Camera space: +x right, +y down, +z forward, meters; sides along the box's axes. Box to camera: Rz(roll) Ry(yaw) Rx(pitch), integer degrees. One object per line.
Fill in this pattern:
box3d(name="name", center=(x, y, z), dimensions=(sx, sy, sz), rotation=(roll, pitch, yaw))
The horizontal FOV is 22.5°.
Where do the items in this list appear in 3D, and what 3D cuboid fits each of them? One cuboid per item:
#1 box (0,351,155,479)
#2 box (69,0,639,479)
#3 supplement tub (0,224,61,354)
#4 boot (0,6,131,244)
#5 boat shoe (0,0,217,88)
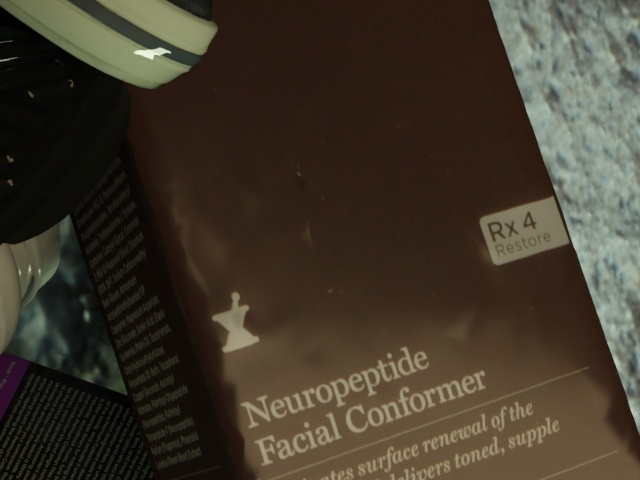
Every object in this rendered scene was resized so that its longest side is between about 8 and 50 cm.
box3d(name="box", center=(-0.119, 0.131, 0.799), dimensions=(0.116, 0.162, 0.029), rotation=(-65, 157, -20))
box3d(name="box", center=(0.000, 0.000, 0.738), dimensions=(0.191, 0.143, 0.381), rotation=(-17, 83, -22))
box3d(name="supplement tub", center=(-0.224, 0.030, 0.703), dimensions=(0.200, 0.144, 0.144), rotation=(-46, 119, -37))
box3d(name="boot", center=(-0.246, -0.131, 0.582), dimensions=(0.131, 0.260, 0.348), rotation=(-46, 151, 9))
box3d(name="boat shoe", center=(-0.160, -0.282, 0.565), dimensions=(0.500, 0.156, 0.187), rotation=(60, 12, 9))
